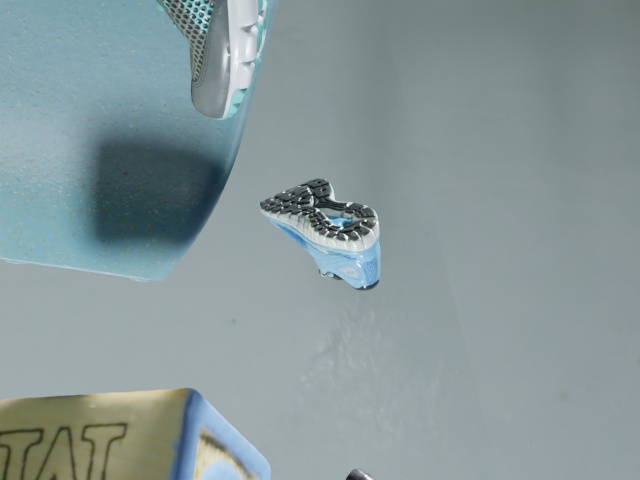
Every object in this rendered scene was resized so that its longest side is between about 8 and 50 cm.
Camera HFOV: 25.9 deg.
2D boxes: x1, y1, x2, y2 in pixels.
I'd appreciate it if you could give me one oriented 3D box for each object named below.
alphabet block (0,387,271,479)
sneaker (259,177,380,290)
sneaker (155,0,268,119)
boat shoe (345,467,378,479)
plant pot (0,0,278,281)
[{"bbox_3d":[-0.173,0.254,1.210,0.197,0.192,0.193,-5,57,19],"label":"alphabet block"},{"bbox_3d":[0.000,0.000,1.154,0.063,0.073,0.162,-23,26,-16],"label":"sneaker"},{"bbox_3d":[-0.060,-0.129,0.591,0.076,0.166,0.065,2,33,3],"label":"sneaker"},{"bbox_3d":[0.035,0.342,1.602,0.080,0.223,0.073,-18,55,-32],"label":"boat shoe"},{"bbox_3d":[-0.181,-0.106,1.163,0.248,0.247,0.252,8,99,-7],"label":"plant pot"}]
